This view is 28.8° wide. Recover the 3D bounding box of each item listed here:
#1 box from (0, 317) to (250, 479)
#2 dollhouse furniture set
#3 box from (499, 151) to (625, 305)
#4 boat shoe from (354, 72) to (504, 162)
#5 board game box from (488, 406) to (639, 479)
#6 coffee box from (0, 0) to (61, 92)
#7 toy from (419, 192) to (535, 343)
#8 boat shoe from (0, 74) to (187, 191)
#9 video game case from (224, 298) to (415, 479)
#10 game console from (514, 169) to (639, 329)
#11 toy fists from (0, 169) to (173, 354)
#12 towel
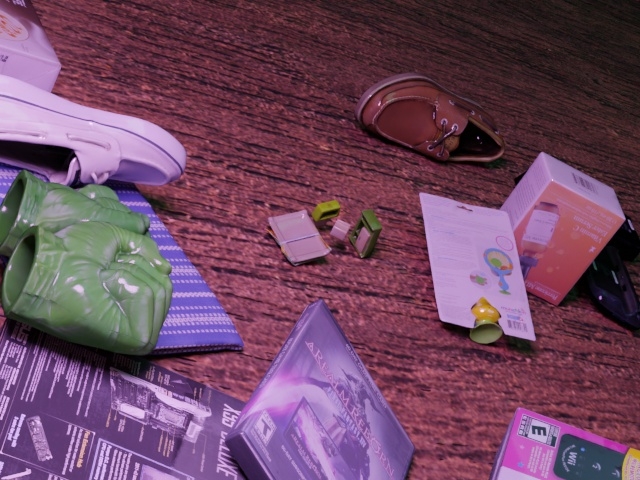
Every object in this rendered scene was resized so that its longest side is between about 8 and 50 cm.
[{"bbox_3d":[-0.181,0.208,1.007,0.242,0.076,0.307,25,29,-15],"label":"box"},{"bbox_3d":[0.000,0.000,1.585,0.151,0.059,0.076,-14,58,-30],"label":"dollhouse furniture set"},{"bbox_3d":[0.329,-0.016,1.788,0.130,0.170,0.091,25,27,-14],"label":"box"},{"bbox_3d":[0.188,-0.187,1.982,0.307,0.111,0.104,1,40,-45],"label":"boat shoe"},{"bbox_3d":[0.293,0.313,1.165,0.303,0.098,0.224,20,50,5],"label":"board game box"},{"bbox_3d":[-0.397,-0.226,1.419,0.141,0.098,0.246,15,23,-30],"label":"coffee box"},{"bbox_3d":[0.200,0.044,1.677,0.136,0.056,0.237,12,40,-16],"label":"toy"},{"bbox_3d":[-0.261,-0.094,1.327,0.267,0.096,0.088,21,57,-39],"label":"boat shoe"},{"bbox_3d":[0.010,0.194,1.184,0.196,0.026,0.274,58,25,-12],"label":"video game case"},{"bbox_3d":[0.427,0.011,1.989,0.213,0.044,0.361,23,29,-14],"label":"game console"},{"bbox_3d":[-0.212,0.016,1.143,0.142,0.096,0.279,25,11,-25],"label":"toy fists"},{"bbox_3d":[-0.252,0.002,1.319,0.243,0.040,0.336,0,43,-49],"label":"towel"}]
